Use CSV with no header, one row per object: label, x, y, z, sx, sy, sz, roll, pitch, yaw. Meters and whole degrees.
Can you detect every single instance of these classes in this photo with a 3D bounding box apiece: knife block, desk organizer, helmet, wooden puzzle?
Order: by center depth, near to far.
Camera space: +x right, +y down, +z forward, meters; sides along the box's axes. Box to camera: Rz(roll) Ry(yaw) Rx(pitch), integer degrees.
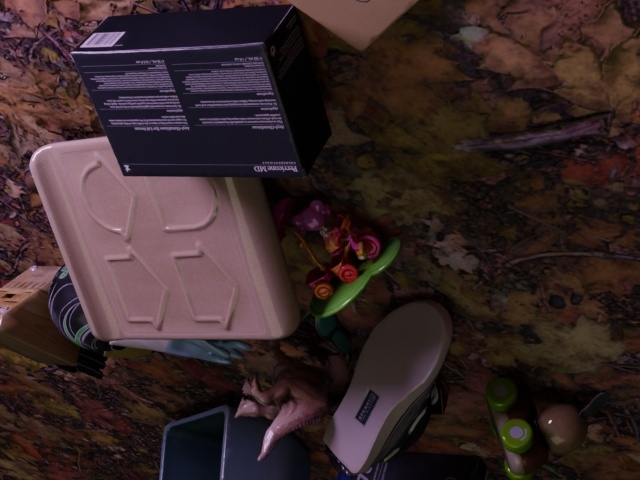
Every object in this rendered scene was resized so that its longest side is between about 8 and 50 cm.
wooden puzzle,-0.214,-0.010,1.587,0.348,0.080,0.322,-5,114,27
helmet,-0.366,0.102,1.838,0.169,0.169,0.161,32,130,-20
desk organizer,0.153,0.264,1.915,0.130,0.050,0.047,1,143,26
knife block,-0.479,0.178,1.945,0.088,0.276,0.242,0,113,27

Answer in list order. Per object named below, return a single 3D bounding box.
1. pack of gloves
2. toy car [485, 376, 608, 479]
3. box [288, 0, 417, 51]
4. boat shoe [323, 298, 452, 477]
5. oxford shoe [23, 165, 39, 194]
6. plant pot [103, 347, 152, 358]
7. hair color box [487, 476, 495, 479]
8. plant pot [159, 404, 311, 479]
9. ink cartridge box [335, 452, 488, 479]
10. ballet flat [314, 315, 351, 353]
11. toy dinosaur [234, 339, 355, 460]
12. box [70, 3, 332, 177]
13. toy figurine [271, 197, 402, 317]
pack of gloves,-0.194,0.126,1.761,0.232,0.046,0.195,12,126,-22
toy car,0.376,0.291,1.810,0.188,0.149,0.155,-17,145,1
box,0.010,-0.300,1.177,0.201,0.021,0.164,32,145,-18
boat shoe,0.136,0.226,1.789,0.127,0.158,0.340,46,120,26
oxford shoe,-0.357,-0.035,1.690,0.227,0.096,0.083,35,146,-20
plant pot,-0.336,0.167,1.997,0.083,0.081,0.081,14,149,-13
hair color box,0.252,0.594,2.299,0.374,0.113,0.185,-19,132,43
plant pot,-0.160,0.496,2.256,0.252,0.247,0.248,19,152,-33
ink cartridge box,0.149,0.496,2.156,0.333,0.165,0.065,-5,141,31
ballet flat,0.012,0.146,1.826,0.041,0.041,0.114,-3,140,31
toy dinosaur,-0.023,0.253,1.838,0.200,0.295,0.127,21,118,-5
box,-0.140,-0.175,1.335,0.261,0.103,0.184,2,128,25
toy figurine,0.000,0.000,1.564,0.173,0.130,0.159,-34,113,26
